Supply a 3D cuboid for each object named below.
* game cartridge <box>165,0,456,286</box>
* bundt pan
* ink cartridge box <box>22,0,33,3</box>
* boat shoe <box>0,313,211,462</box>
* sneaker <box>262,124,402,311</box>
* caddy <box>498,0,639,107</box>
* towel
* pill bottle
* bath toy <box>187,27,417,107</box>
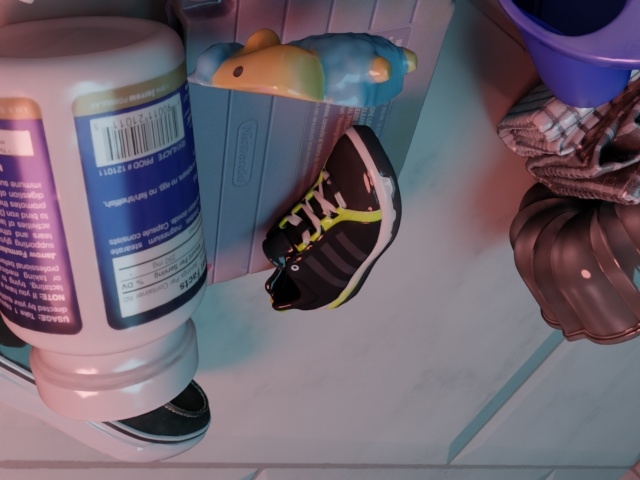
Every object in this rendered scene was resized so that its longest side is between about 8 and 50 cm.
[{"bbox_3d":[-0.019,-0.103,0.694,0.230,0.068,0.355,-19,147,-25],"label":"game cartridge"},{"bbox_3d":[0.355,-0.045,0.936,0.331,0.331,0.124,-43,106,5],"label":"bundt pan"},{"bbox_3d":[-0.175,-0.262,0.426,0.134,0.078,0.231,12,119,-46],"label":"ink cartridge box"},{"bbox_3d":[-0.196,0.113,0.753,0.119,0.121,0.335,-41,141,9],"label":"boat shoe"},{"bbox_3d":[0.000,0.000,0.722,0.097,0.084,0.234,-13,145,-22],"label":"sneaker"},{"bbox_3d":[0.257,-0.261,0.606,0.179,0.241,0.341,43,54,-59],"label":"caddy"},{"bbox_3d":[0.312,-0.150,0.809,0.235,0.121,0.283,-42,-178,6],"label":"towel"},{"bbox_3d":[-0.161,-0.014,0.577,0.153,0.153,0.264,-16,120,-27],"label":"pill bottle"},{"bbox_3d":[0.001,-0.257,0.461,0.151,0.129,0.348,-23,122,-68],"label":"bath toy"}]
